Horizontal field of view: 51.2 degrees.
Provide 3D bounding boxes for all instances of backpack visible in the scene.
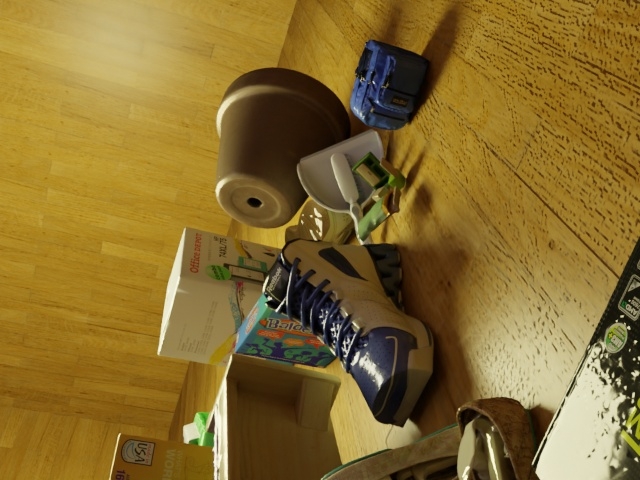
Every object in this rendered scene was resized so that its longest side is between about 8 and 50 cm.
[{"bbox_3d":[0.099,-0.227,1.003,0.101,0.098,0.120,-113,39,-60],"label":"backpack"}]

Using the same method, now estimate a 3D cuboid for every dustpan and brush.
[{"bbox_3d":[0.050,-0.071,1.062,0.060,0.147,0.211,36,-147,-71],"label":"dustpan and brush"}]

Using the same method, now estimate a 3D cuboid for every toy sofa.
[{"bbox_3d":[-0.045,0.292,0.698,0.362,0.150,0.177,-111,38,-66],"label":"toy sofa"}]

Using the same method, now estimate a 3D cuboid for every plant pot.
[{"bbox_3d":[-0.090,-0.151,1.255,0.263,0.263,0.229,123,165,-52],"label":"plant pot"}]

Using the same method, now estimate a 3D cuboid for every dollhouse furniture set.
[{"bbox_3d":[0.074,-0.072,0.958,0.076,0.058,0.151,-41,15,28],"label":"dollhouse furniture set"}]

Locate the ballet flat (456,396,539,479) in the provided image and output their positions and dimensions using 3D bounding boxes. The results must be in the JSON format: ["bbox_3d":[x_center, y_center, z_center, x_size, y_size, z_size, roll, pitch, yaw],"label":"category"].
[{"bbox_3d":[0.141,0.215,0.516,0.206,0.067,0.073,-93,23,-46],"label":"ballet flat"}]

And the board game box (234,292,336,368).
[{"bbox_3d":[-0.033,0.138,1.052,0.210,0.160,0.047,124,154,-56],"label":"board game box"}]

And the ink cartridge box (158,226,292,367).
[{"bbox_3d":[-0.174,0.127,1.370,0.198,0.270,0.197,-104,30,-59],"label":"ink cartridge box"}]

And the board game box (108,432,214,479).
[{"bbox_3d":[-0.143,0.410,0.914,0.064,0.316,0.242,119,158,-44],"label":"board game box"}]

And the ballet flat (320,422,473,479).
[{"bbox_3d":[0.079,0.210,0.594,0.052,0.168,0.057,-116,6,-48],"label":"ballet flat"}]

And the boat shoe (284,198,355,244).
[{"bbox_3d":[0.000,0.000,1.232,0.285,0.089,0.104,133,121,-67],"label":"boat shoe"}]

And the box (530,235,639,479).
[{"bbox_3d":[0.199,0.107,0.340,0.190,0.045,0.184,-113,41,-66],"label":"box"}]

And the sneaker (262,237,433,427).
[{"bbox_3d":[0.018,0.095,0.854,0.315,0.182,0.127,-102,28,-59],"label":"sneaker"}]

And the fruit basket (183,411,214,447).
[{"bbox_3d":[-0.222,0.548,1.400,0.327,0.165,0.353,174,105,-75],"label":"fruit basket"}]
